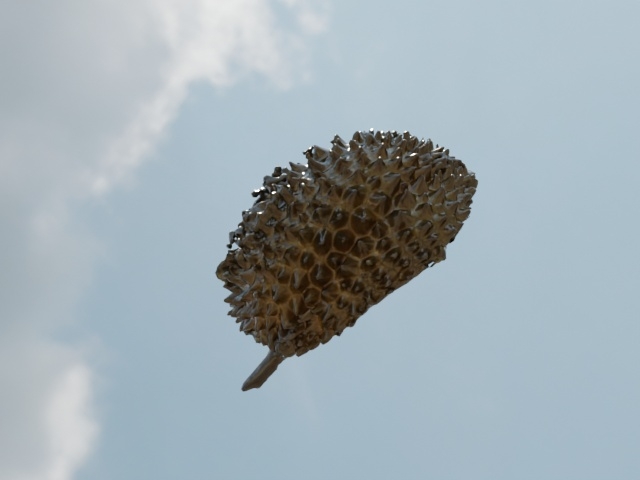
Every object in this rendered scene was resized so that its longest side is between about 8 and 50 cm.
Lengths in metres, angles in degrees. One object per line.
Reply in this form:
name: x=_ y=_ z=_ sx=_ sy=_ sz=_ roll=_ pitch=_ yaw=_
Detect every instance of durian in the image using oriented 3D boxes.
durian: x=-0.002 y=-0.001 z=0.739 sx=0.071 sy=0.110 sz=0.140 roll=44 pitch=-98 yaw=-12
